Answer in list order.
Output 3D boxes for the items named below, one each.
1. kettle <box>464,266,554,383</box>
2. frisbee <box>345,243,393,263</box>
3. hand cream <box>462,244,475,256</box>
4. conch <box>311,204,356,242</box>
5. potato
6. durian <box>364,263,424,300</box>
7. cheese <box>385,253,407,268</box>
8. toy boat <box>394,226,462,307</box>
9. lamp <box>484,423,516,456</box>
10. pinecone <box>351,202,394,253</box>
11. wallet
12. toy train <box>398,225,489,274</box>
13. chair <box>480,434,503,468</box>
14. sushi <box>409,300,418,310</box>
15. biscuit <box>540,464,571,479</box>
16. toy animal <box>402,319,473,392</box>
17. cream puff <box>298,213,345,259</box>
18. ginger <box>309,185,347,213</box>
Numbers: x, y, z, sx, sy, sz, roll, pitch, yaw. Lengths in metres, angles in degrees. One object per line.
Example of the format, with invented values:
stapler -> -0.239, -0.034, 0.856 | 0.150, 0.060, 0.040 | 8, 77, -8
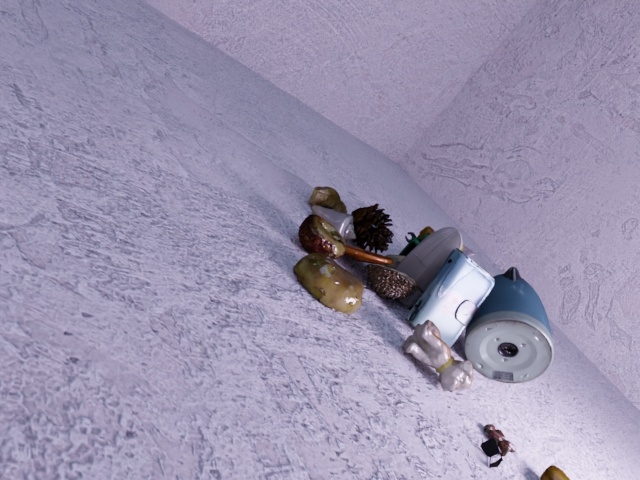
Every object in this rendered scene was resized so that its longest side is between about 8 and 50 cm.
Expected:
kettle -> 0.580, 0.268, 1.732 | 0.247, 0.320, 0.342 | 11, 32, 11
frisbee -> 0.123, 0.046, 1.635 | 0.192, 0.035, 0.192 | 17, 3, -1
hand cream -> 0.488, 0.050, 1.922 | 0.216, 0.038, 0.052 | -18, 84, -54
conch -> 0.042, -0.050, 1.739 | 0.176, 0.094, 0.104 | 19, 22, 26
potato -> 0.033, 0.093, 1.337 | 0.200, 0.081, 0.164 | 32, 18, -33
durian -> 0.207, 0.129, 1.572 | 0.188, 0.091, 0.148 | 18, -5, 1
cheese -> 0.267, 0.074, 1.815 | 0.092, 0.048, 0.171 | 3, 1, -18
toy boat -> 0.330, 0.081, 1.666 | 0.141, 0.269, 0.141 | 50, 7, -8
lamp -> 0.425, 0.474, 1.310 | 0.063, 0.031, 0.083 | 21, 23, -51
pinecone -> 0.168, -0.036, 1.810 | 0.173, 0.173, 0.173 | 36, 18, -14
wallet -> 0.371, 0.169, 1.563 | 0.176, 0.250, 0.075 | 38, -4, -25
toy train -> 0.435, 0.120, 1.955 | 0.429, 0.178, 0.249 | 48, 25, 24
chair -> 0.381, 0.466, 1.220 | 0.042, 0.037, 0.086 | 55, 15, 6
sushi -> 0.323, 0.180, 1.754 | 0.192, 0.040, 0.210 | -5, 42, -27
biscuit -> 0.578, 0.635, 1.178 | 0.291, 0.062, 0.237 | 49, 20, 25
toy animal -> 0.309, 0.292, 1.400 | 0.185, 0.104, 0.184 | 38, 10, 6
cream puff -> 0.000, 0.000, 1.483 | 0.149, 0.084, 0.149 | 37, 22, -17
ginger -> 0.024, -0.151, 1.902 | 0.205, 0.081, 0.115 | 28, 51, -57
